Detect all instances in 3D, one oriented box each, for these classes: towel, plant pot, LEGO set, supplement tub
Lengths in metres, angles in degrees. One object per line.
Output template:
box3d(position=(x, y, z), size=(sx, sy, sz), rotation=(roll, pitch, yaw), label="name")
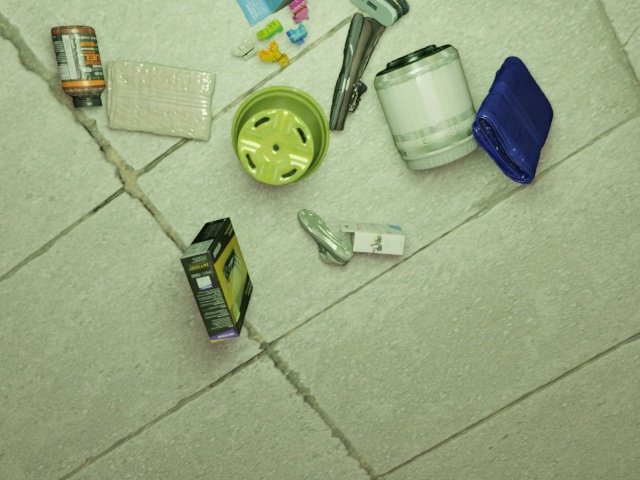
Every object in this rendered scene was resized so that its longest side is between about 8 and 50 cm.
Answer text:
box3d(position=(0.498, -0.312, 1.287), size=(0.227, 0.308, 0.076), rotation=(47, 144, -19), label="towel")
box3d(position=(-0.109, -0.256, 1.283), size=(0.276, 0.254, 0.275), rotation=(0, 108, -1), label="plant pot")
box3d(position=(-0.430, -0.377, 1.343), size=(0.283, 0.049, 0.187), rotation=(7, 109, -5), label="towel")
box3d(position=(-0.103, -0.513, 1.295), size=(0.227, 0.093, 0.087), rotation=(-31, 75, 13), label="LEGO set")
box3d(position=(-0.618, -0.444, 1.284), size=(0.106, 0.106, 0.197), rotation=(-4, 109, 0), label="supplement tub")

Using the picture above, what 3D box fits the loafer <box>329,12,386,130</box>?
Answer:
box3d(position=(0.096, -0.433, 1.312), size=(0.095, 0.109, 0.302), rotation=(11, 105, -9), label="loafer")

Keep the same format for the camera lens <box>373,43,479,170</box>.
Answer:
box3d(position=(0.275, -0.346, 1.282), size=(0.220, 0.219, 0.274), rotation=(-22, 107, 5), label="camera lens")

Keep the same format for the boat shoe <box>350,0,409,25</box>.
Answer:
box3d(position=(0.141, -0.626, 1.274), size=(0.183, 0.065, 0.083), rotation=(45, 59, 6), label="boat shoe")

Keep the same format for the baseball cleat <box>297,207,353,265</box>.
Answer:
box3d(position=(0.000, 0.000, 1.466), size=(0.206, 0.072, 0.109), rotation=(44, 139, 7), label="baseball cleat")

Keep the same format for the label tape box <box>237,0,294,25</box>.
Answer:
box3d(position=(-0.093, -0.721, 1.209), size=(0.334, 0.106, 0.240), rotation=(-29, 106, 7), label="label tape box")

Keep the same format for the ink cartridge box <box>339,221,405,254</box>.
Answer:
box3d(position=(0.146, -0.008, 1.450), size=(0.182, 0.104, 0.061), rotation=(5, 107, -3), label="ink cartridge box")

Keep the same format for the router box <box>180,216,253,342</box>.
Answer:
box3d(position=(-0.272, 0.095, 1.364), size=(0.081, 0.309, 0.242), rotation=(-14, 109, 4), label="router box")
